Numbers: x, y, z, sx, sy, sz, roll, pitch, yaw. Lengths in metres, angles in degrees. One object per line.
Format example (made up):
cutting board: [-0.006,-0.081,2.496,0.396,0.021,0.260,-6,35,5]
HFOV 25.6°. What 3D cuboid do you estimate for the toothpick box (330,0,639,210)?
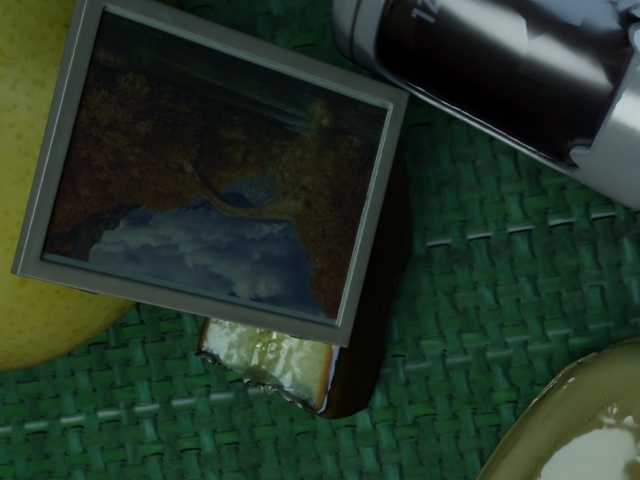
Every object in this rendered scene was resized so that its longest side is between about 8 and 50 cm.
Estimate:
toothpick box: [0.192,-0.153,0.963,0.316,0.229,0.229,30,94,11]

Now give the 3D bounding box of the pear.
pear: [-0.239,-0.086,0.975,0.348,0.348,0.348,0,88,11]

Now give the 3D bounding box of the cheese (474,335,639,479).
cheese: [0.223,0.216,0.978,0.259,0.128,0.316,22,90,13]

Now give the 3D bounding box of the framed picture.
framed picture: [-0.061,-0.041,0.891,0.016,0.250,0.184,10,85,56]

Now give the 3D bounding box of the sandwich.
sandwich: [0.000,0.000,1.031,0.122,0.128,0.236,17,90,15]
